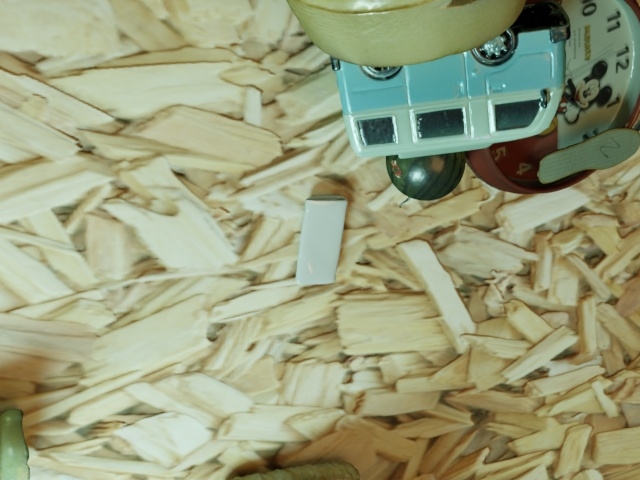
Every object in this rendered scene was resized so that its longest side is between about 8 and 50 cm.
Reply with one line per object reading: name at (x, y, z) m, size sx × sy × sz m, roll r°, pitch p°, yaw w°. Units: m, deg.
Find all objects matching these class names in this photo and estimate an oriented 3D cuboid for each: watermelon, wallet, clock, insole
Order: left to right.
wallet at (0.000, 0.000, 1.385) m, size 0.061 × 0.025 × 0.122 m, roll -4°, pitch 116°, yaw -28°
watermelon at (0.132, -0.094, 1.364) m, size 0.105 × 0.105 × 0.133 m, roll 3°, pitch 128°, yaw -29°
clock at (0.314, -0.209, 1.415) m, size 0.318 × 0.080 × 0.318 m, roll -15°, pitch 123°, yaw -25°
insole at (0.375, -0.118, 1.451) m, size 0.188 × 0.004 × 0.064 m, roll -17°, pitch 123°, yaw -24°

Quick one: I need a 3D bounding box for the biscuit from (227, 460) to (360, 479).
biscuit at (-0.047, 0.356, 1.515) m, size 0.219 × 0.061 × 0.055 m, roll -3°, pitch 87°, yaw -25°

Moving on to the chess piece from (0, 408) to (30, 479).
chess piece at (-0.468, 0.278, 1.226) m, size 0.243 × 0.133 × 0.133 m, roll -5°, pitch 116°, yaw -18°

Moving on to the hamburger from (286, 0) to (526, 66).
hamburger at (0.090, -0.323, 1.126) m, size 0.300 × 0.300 × 0.176 m, roll -28°, pitch 136°, yaw -13°

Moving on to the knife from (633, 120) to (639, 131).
knife at (0.523, -0.214, 1.566) m, size 0.170 × 0.010 × 0.023 m, roll -44°, pitch 126°, yaw -1°

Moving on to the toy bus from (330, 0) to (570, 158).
toy bus at (0.156, -0.189, 1.241) m, size 0.271 × 0.133 × 0.165 m, roll -6°, pitch 116°, yaw 6°
